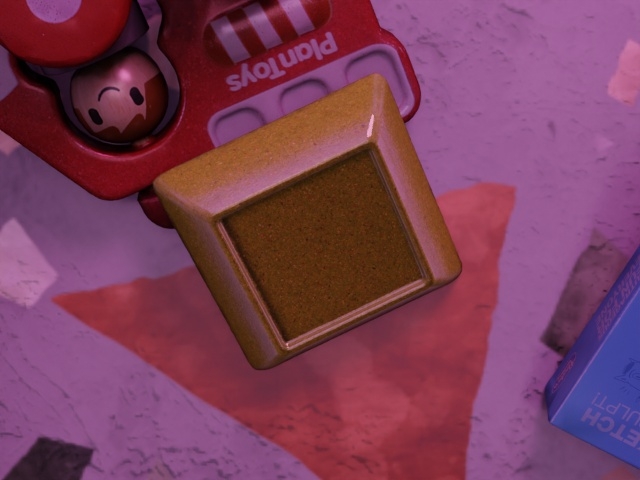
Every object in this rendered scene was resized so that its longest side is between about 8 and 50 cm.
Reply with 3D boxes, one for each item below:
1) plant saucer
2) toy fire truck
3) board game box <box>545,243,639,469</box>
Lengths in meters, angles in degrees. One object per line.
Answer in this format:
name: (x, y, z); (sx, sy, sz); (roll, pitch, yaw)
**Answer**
plant saucer: (0.000, 0.000, 0.796); (0.188, 0.045, 0.188); (-26, 117, 0)
toy fire truck: (-0.100, -0.143, 0.785); (0.302, 0.169, 0.254); (-25, 111, 0)
board game box: (0.365, 0.102, 0.789); (0.316, 0.064, 0.242); (27, 112, 0)
